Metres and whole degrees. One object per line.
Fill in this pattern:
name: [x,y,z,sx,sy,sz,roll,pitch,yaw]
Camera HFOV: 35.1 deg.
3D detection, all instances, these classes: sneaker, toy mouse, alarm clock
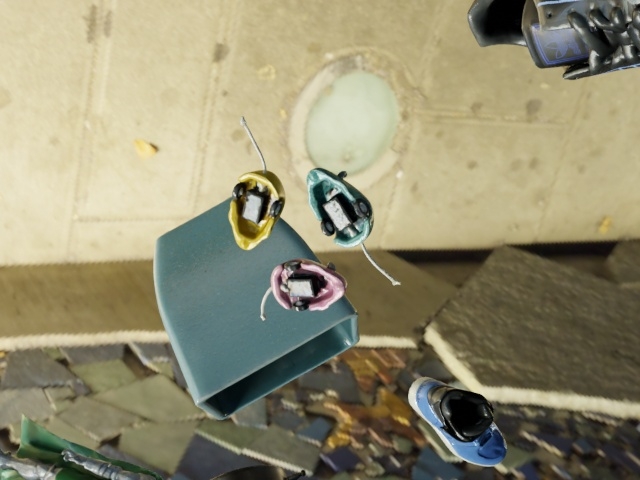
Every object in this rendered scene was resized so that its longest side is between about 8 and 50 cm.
sneaker: [0.172,0.213,1.139,0.152,0.084,0.058,45,75,-21]
sneaker: [0.176,-0.124,0.562,0.090,0.232,0.081,-41,120,-10]
toy mouse: [0.000,0.000,0.744,0.031,0.143,0.161,-38,143,-56]
alarm clock: [-0.112,0.322,1.179,0.192,0.064,0.129,-8,146,-17]

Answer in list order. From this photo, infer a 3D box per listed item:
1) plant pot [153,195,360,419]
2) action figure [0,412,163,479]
plant pot: [-0.112,0.082,1.471,0.248,0.252,0.247,-29,166,-5]
action figure: [-0.220,0.239,0.927,0.063,0.232,0.137,41,59,-58]
